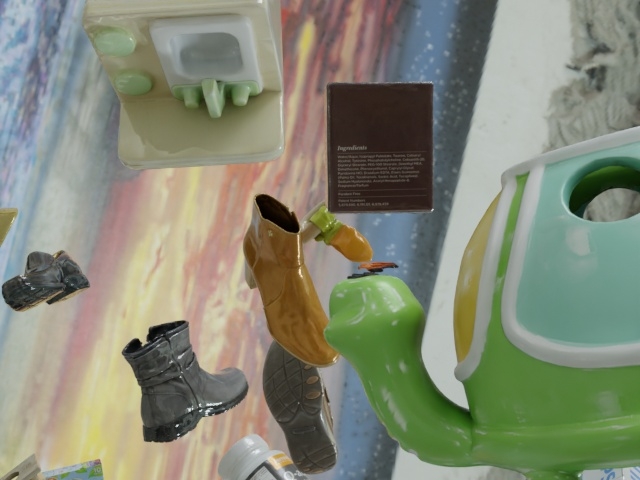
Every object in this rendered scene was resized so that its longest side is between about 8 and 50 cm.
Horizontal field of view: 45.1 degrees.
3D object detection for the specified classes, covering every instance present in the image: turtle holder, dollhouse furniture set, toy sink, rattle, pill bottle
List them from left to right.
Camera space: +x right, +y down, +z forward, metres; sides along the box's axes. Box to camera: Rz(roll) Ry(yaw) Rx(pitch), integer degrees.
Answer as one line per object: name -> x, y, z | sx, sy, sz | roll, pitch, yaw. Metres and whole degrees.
dollhouse furniture set -> -0.381, 0.422, 1.075 | 0.101, 0.182, 0.161 | -37, -160, -17
toy sink -> -0.115, -0.198, 0.679 | 0.131, 0.152, 0.234 | 82, 6, -65
pill bottle -> -0.101, 0.586, 1.765 | 0.278, 0.162, 0.162 | 39, -64, 29
rattle -> 0.000, 0.000, 1.534 | 0.199, 0.142, 0.130 | -36, -150, 47
turtle holder -> 0.191, 0.055, 0.543 | 0.320, 0.243, 0.227 | -19, -99, 44

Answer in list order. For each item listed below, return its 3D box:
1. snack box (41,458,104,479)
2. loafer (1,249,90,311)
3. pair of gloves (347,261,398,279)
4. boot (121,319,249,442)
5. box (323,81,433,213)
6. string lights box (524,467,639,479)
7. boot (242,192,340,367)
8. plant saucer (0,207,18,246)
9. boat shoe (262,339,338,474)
snack box -> -0.414, 0.454, 1.308 | 0.037, 0.100, 0.141 | -173, -104, -67
loafer -> -0.332, 0.043, 0.908 | 0.061, 0.062, 0.170 | 63, 1, 2
pair of gloves -> 0.090, 0.055, 1.314 | 0.074, 0.083, 0.010 | -3, -70, 30
boot -> -0.275, 0.272, 1.663 | 0.118, 0.338, 0.223 | -6, -82, 25
box -> 0.090, -0.148, 1.252 | 0.168, 0.167, 0.203 | -97, -173, -83
string lights box -> 0.203, 0.289, 0.713 | 0.260, 0.077, 0.133 | -48, 180, 28
boot -> -0.052, 0.068, 1.382 | 0.295, 0.104, 0.211 | 48, -35, 31
plant saucer -> -0.754, 0.067, 1.537 | 0.333, 0.081, 0.333 | -63, -172, -1
boat shoe -> -0.040, 0.316, 1.553 | 0.116, 0.123, 0.324 | -85, 167, -66
